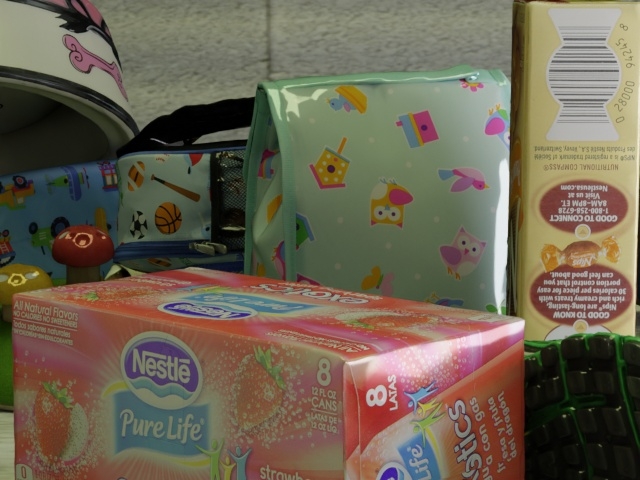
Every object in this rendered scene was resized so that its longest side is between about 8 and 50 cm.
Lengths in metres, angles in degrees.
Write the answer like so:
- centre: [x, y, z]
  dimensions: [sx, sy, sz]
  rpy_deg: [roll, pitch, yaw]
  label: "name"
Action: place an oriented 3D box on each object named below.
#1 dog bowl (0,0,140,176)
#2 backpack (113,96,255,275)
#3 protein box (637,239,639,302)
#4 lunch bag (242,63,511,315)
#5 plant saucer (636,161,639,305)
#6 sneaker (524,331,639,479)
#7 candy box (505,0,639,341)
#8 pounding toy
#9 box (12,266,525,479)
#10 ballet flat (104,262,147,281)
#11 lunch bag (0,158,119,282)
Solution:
- centre: [-0.398, -0.164, 2.068]
  dimensions: [0.408, 0.150, 0.408]
  rpy_deg: [-2, -20, -1]
  label: "dog bowl"
- centre: [-0.060, -0.015, 1.794]
  dimensions: [0.263, 0.213, 0.276]
  rpy_deg: [6, -8, 22]
  label: "backpack"
- centre: [0.359, -0.012, 1.677]
  dimensions: [0.136, 0.201, 0.200]
  rpy_deg: [0, 17, 2]
  label: "protein box"
- centre: [0.052, -0.011, 1.571]
  dimensions: [0.223, 0.262, 0.160]
  rpy_deg: [-3, 8, -15]
  label: "lunch bag"
- centre: [0.364, -0.032, 1.837]
  dimensions: [0.278, 0.278, 0.041]
  rpy_deg: [0, 37, 2]
  label: "plant saucer"
- centre: [0.175, 0.108, 1.151]
  dimensions: [0.146, 0.134, 0.343]
  rpy_deg: [-4, 8, -32]
  label: "sneaker"
- centre: [0.182, -0.018, 1.402]
  dimensions: [0.087, 0.316, 0.183]
  rpy_deg: [1, 8, 3]
  label: "candy box"
- centre: [-0.244, 0.051, 1.549]
  dimensions: [0.237, 0.110, 0.183]
  rpy_deg: [2, 20, 4]
  label: "pounding toy"
- centre: [-0.038, 0.106, 1.137]
  dimensions: [0.154, 0.142, 0.300]
  rpy_deg: [-8, 11, -43]
  label: "box"
- centre: [-0.195, 0.045, 1.948]
  dimensions: [0.052, 0.057, 0.168]
  rpy_deg: [-13, 11, -18]
  label: "ballet flat"
- centre: [-0.356, -0.001, 2.100]
  dimensions: [0.293, 0.138, 0.221]
  rpy_deg: [-6, 4, 45]
  label: "lunch bag"
